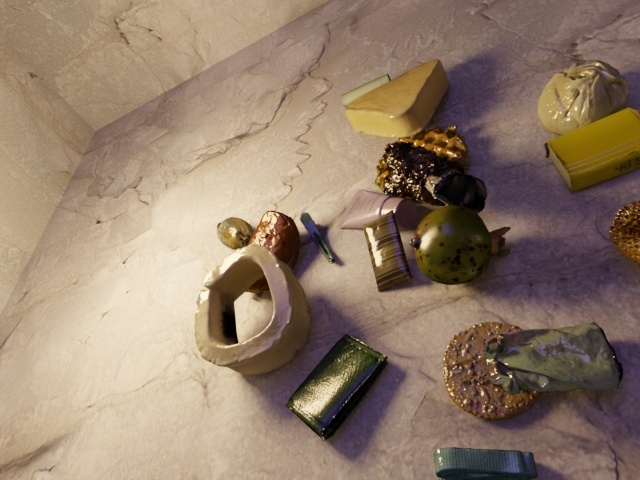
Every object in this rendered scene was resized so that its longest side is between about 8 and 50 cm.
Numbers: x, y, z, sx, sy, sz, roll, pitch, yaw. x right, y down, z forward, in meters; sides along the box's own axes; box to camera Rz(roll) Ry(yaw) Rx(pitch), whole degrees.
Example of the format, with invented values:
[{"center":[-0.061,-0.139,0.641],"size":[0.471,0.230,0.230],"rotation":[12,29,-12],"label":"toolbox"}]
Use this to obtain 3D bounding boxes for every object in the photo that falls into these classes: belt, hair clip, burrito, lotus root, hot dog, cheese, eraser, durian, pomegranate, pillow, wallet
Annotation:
[{"center":[0.301,0.422,0.892],"size":[0.179,0.100,0.065],"rotation":[-3,48,13],"label":"belt"},{"center":[0.000,0.000,1.516],"size":[0.039,0.070,0.230],"rotation":[-33,48,-1],"label":"hair clip"},{"center":[0.436,0.232,0.922],"size":[0.228,0.089,0.144],"rotation":[-7,42,10],"label":"burrito"},{"center":[-0.318,-0.031,1.740],"size":[0.192,0.088,0.113],"rotation":[23,74,46],"label":"lotus root"},{"center":[-0.169,0.046,1.538],"size":[0.196,0.122,0.273],"rotation":[10,74,41],"label":"hot dog"},{"center":[0.274,-0.463,1.663],"size":[0.383,0.104,0.384],"rotation":[-24,31,15],"label":"cheese"},{"center":[-0.193,0.187,1.327],"size":[0.292,0.153,0.333],"rotation":[-21,58,12],"label":"cheese"},{"center":[0.705,-0.228,1.206],"size":[0.225,0.069,0.158],"rotation":[-23,43,17],"label":"eraser"},{"center":[0.686,-0.019,0.985],"size":[0.158,0.137,0.168],"rotation":[-16,27,-5],"label":"durian"},{"center":[0.339,-0.002,1.168],"size":[0.245,0.198,0.198],"rotation":[-32,40,-9],"label":"pomegranate"},{"center":[0.179,0.028,1.314],"size":[0.113,0.038,0.204],"rotation":[-27,62,34],"label":"pillow"},{"center":[0.039,0.343,1.157],"size":[0.236,0.055,0.160],"rotation":[-45,38,-19],"label":"wallet"}]

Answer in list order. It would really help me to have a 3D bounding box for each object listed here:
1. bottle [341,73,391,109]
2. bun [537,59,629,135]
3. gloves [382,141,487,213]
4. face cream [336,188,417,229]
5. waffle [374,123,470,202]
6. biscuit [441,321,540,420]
[{"center":[0.187,-0.587,1.915],"size":[0.201,0.072,0.072],"rotation":[-21,43,18],"label":"bottle"},{"center":[0.710,-0.396,1.310],"size":[0.229,0.145,0.230],"rotation":[-17,47,19],"label":"bun"},{"center":[0.286,-0.168,1.296],"size":[0.210,0.135,0.312],"rotation":[-9,33,-19],"label":"gloves"},{"center":[0.167,-0.090,1.457],"size":[0.273,0.096,0.154],"rotation":[11,68,54],"label":"face cream"},{"center":[0.309,-0.240,1.504],"size":[0.301,0.068,0.325],"rotation":[-15,44,24],"label":"waffle"},{"center":[0.359,0.267,1.013],"size":[0.219,0.033,0.220],"rotation":[-17,46,18],"label":"biscuit"}]
